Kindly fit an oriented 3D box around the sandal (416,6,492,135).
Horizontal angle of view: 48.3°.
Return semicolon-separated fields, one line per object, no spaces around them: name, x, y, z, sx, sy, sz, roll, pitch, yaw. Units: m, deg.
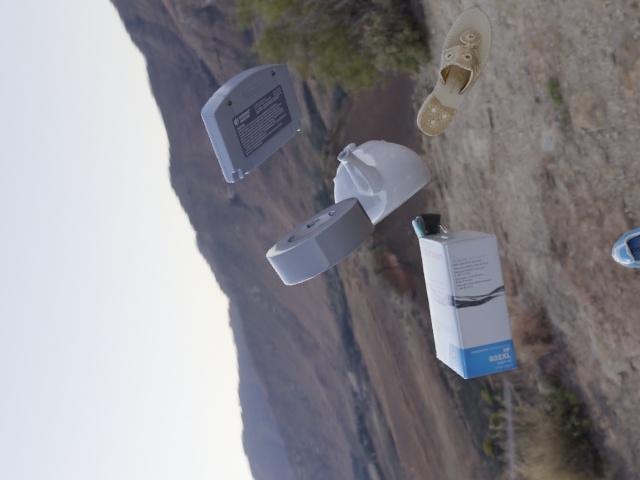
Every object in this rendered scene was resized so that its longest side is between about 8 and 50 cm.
sandal;0.249;-0.295;1.269;0.079;0.088;0.240;-104;37;-74

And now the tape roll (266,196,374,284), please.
tape roll;0.000;0.000;1.453;0.072;0.219;0.219;56;179;-10

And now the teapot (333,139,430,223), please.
teapot;0.123;-0.150;1.687;0.187;0.253;0.256;52;148;4

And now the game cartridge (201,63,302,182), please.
game cartridge;-0.154;-0.288;1.648;0.294;0.060;0.196;-47;-47;-43

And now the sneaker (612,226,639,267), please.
sneaker;0.700;-0.008;1.414;0.086;0.237;0.085;-25;-89;-85

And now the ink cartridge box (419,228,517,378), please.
ink cartridge box;0.336;0.137;1.659;0.223;0.129;0.307;-149;49;-82

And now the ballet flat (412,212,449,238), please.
ballet flat;0.347;0.051;2.018;0.095;0.096;0.280;177;75;-84
